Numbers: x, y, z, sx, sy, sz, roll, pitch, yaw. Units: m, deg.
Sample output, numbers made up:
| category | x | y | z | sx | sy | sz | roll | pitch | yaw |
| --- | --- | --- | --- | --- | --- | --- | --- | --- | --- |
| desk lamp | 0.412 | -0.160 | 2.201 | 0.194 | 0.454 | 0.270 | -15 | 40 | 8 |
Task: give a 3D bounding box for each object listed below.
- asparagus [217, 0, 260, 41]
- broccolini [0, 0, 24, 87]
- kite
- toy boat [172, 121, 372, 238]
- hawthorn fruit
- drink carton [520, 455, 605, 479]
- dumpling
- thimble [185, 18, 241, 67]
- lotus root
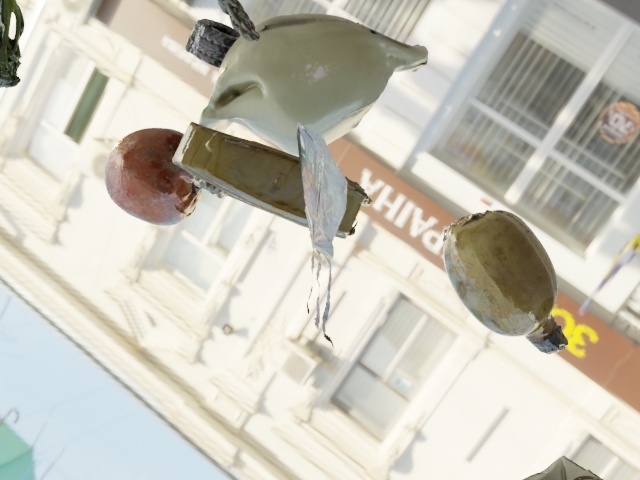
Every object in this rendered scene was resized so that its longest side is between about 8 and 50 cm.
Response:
| category | x | y | z | sx | sy | sz | roll | pitch | yaw |
| --- | --- | --- | --- | --- | --- | --- | --- | --- | --- |
| asparagus | -0.138 | -0.273 | 0.839 | 0.248 | 0.025 | 0.024 | 43 | -177 | -34 |
| broccolini | -0.508 | -0.441 | 1.470 | 0.074 | 0.392 | 0.079 | 11 | -176 | 18 |
| kite | -0.001 | 0.000 | 0.958 | 0.015 | 0.245 | 0.141 | -10 | -145 | -14 |
| toy boat | -0.058 | -0.078 | 1.242 | 0.310 | 0.089 | 0.115 | 19 | -174 | -30 |
| hawthorn fruit | -0.286 | -0.110 | 1.558 | 0.173 | 0.173 | 0.173 | 28 | -161 | -11 |
| drink carton | 0.203 | 0.395 | 1.009 | 0.324 | 0.194 | 0.132 | -14 | -154 | -35 |
| dumpling | -0.017 | -0.273 | 1.541 | 0.315 | 0.395 | 0.233 | -90 | -21 | -77 |
| thimble | -0.174 | -0.340 | 1.575 | 0.095 | 0.066 | 0.104 | 39 | -157 | 30 |
| lotus root | 0.344 | 0.083 | 1.642 | 0.310 | 0.183 | 0.183 | 56 | -162 | -6 |
